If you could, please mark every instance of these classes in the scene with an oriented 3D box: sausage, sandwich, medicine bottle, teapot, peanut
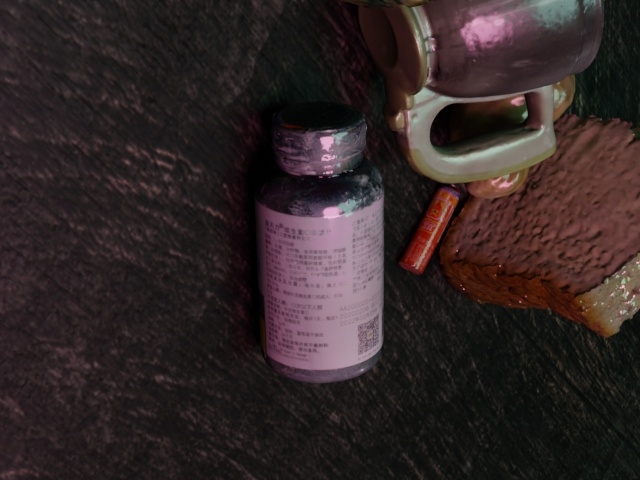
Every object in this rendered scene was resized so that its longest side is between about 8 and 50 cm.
[{"bbox_3d":[0.143,-0.020,1.809,0.034,0.034,0.129,42,72,-51],"label":"sausage"},{"bbox_3d":[0.339,-0.022,1.814,0.131,0.325,0.262,43,72,-40],"label":"sandwich"},{"bbox_3d":[0.000,0.000,1.546,0.141,0.141,0.293,-27,126,-43],"label":"medicine bottle"},{"bbox_3d":[0.159,-0.239,1.613,0.239,0.239,0.321,-23,149,-16],"label":"teapot"},{"bbox_3d":[0.238,-0.170,1.780,0.122,0.137,0.253,35,80,-51],"label":"peanut"}]

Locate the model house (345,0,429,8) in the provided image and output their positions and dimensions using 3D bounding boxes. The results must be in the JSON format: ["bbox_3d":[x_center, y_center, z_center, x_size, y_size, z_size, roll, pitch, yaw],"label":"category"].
[{"bbox_3d":[0.048,-0.411,1.322,0.266,0.261,0.321,24,88,-42],"label":"model house"}]
